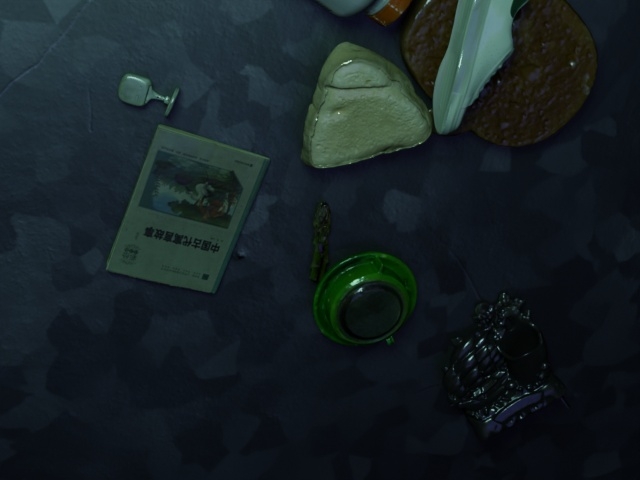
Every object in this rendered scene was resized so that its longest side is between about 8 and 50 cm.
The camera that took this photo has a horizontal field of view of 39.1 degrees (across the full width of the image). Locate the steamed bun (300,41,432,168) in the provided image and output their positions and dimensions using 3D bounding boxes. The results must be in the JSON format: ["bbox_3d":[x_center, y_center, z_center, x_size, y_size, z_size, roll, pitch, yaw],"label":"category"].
[{"bbox_3d":[0.067,-0.239,1.504,0.231,0.110,0.212,-12,132,-6],"label":"steamed bun"}]

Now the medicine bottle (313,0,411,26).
[{"bbox_3d":[0.012,-0.441,1.354,0.288,0.157,0.157,29,107,-27],"label":"medicine bottle"}]

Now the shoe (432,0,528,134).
[{"bbox_3d":[0.263,-0.294,1.470,0.110,0.095,0.265,4,115,-14],"label":"shoe"}]

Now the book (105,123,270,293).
[{"bbox_3d":[-0.233,-0.048,1.581,0.214,0.025,0.283,14,112,-22],"label":"book"}]

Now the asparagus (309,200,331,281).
[{"bbox_3d":[0.000,0.000,1.663,0.036,0.030,0.165,1,118,-3],"label":"asparagus"}]

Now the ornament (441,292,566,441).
[{"bbox_3d":[0.358,0.253,1.861,0.251,0.106,0.260,-34,115,2],"label":"ornament"}]

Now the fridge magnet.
[{"bbox_3d":[0.087,0.117,1.714,0.208,0.088,0.208,-6,119,-11],"label":"fridge magnet"}]

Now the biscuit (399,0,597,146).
[{"bbox_3d":[0.299,-0.306,1.558,0.367,0.063,0.314,34,109,-26],"label":"biscuit"}]

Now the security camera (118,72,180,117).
[{"bbox_3d":[-0.280,-0.240,1.457,0.092,0.058,0.058,23,110,-11],"label":"security camera"}]
